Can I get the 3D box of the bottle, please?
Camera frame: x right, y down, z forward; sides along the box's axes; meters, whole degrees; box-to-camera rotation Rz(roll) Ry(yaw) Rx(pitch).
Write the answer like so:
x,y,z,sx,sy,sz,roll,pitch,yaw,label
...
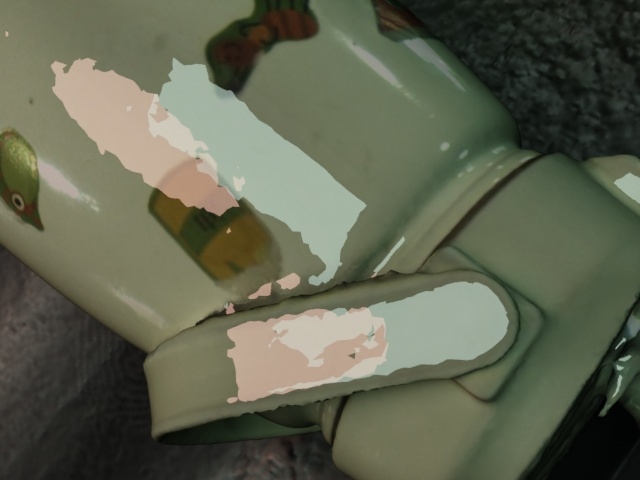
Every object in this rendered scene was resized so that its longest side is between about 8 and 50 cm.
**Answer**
x,y,z,sx,sy,sz,roll,pitch,yaw,label
0.000,0.000,0.588,0.351,0.229,0.229,38,90,17,bottle
